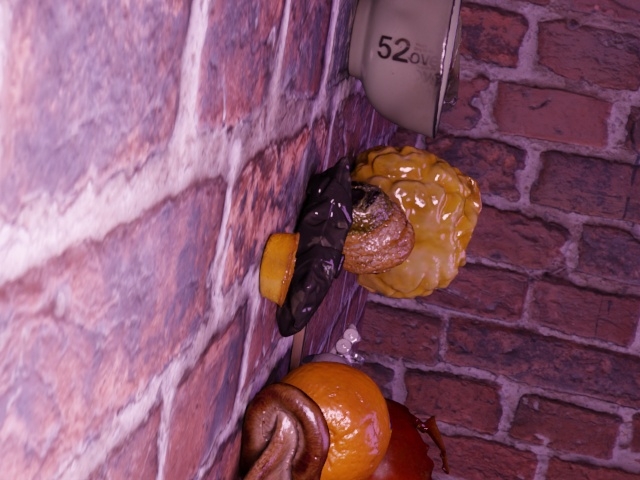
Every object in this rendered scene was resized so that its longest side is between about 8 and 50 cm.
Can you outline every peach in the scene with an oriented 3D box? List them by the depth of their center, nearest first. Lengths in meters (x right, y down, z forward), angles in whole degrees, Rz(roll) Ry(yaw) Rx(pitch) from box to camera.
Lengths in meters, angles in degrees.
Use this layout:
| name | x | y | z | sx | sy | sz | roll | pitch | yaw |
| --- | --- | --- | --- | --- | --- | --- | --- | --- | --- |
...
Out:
| name | x | y | z | sx | sy | sz | roll | pitch | yaw |
| --- | --- | --- | --- | --- | --- | --- | --- | --- | --- |
| peach | 0.078 | 0.511 | 2.310 | 0.335 | 0.310 | 0.406 | 117 | -23 | -43 |

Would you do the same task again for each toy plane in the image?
| name | x | y | z | sx | sy | sz | roll | pitch | yaw |
| --- | --- | --- | --- | --- | --- | --- | --- | --- | --- |
| toy plane | 0.010 | 0.279 | 2.247 | 0.252 | 0.118 | 0.252 | -58 | 170 | -17 |

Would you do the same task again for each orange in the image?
| name | x | y | z | sx | sy | sz | roll | pitch | yaw |
| --- | --- | --- | --- | --- | --- | --- | --- | --- | --- |
| orange | 0.010 | 0.311 | 1.882 | 0.193 | 0.219 | 0.219 | -137 | -126 | -65 |

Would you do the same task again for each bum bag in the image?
| name | x | y | z | sx | sy | sz | roll | pitch | yaw |
| --- | --- | --- | --- | --- | --- | --- | --- | --- | --- |
| bum bag | 0.000 | 0.000 | 1.818 | 0.144 | 0.095 | 0.340 | 119 | -10 | -53 |

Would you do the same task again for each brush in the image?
| name | x | y | z | sx | sy | sz | roll | pitch | yaw |
| --- | --- | --- | --- | --- | --- | --- | --- | --- | --- |
| brush | -0.035 | 0.274 | 2.102 | 0.070 | 0.065 | 0.328 | -35 | 134 | -77 |

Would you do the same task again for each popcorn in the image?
| name | x | y | z | sx | sy | sz | roll | pitch | yaw |
| --- | --- | --- | --- | --- | --- | --- | --- | --- | --- |
| popcorn | 0.177 | -0.054 | 2.505 | 0.382 | 0.349 | 0.349 | -131 | -133 | -65 |

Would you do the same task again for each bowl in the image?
| name | x | y | z | sx | sy | sz | roll | pitch | yaw |
| --- | --- | --- | --- | --- | --- | --- | --- | --- | --- |
| bowl | 0.160 | -0.383 | 2.131 | 0.354 | 0.185 | 0.354 | 11 | 90 | -83 |

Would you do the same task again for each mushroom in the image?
| name | x | y | z | sx | sy | sz | roll | pitch | yaw |
| --- | --- | --- | --- | --- | --- | --- | --- | --- | --- |
| mushroom | -0.084 | 0.337 | 1.617 | 0.217 | 0.148 | 0.227 | -35 | 133 | -58 |

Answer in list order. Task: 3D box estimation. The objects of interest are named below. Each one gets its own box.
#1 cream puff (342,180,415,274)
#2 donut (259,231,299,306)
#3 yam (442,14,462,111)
| name | x | y | z | sx | sy | sz | roll | pitch | yaw |
| --- | --- | --- | --- | --- | --- | --- | --- | --- | --- |
| cream puff | 0.089 | -0.043 | 2.196 | 0.183 | 0.183 | 0.169 | -73 | 155 | -44 |
| donut | -0.060 | 0.039 | 1.584 | 0.097 | 0.043 | 0.108 | -69 | 169 | -59 |
| yam | 0.224 | -0.441 | 2.547 | 0.271 | 0.201 | 0.202 | 104 | -28 | -56 |
